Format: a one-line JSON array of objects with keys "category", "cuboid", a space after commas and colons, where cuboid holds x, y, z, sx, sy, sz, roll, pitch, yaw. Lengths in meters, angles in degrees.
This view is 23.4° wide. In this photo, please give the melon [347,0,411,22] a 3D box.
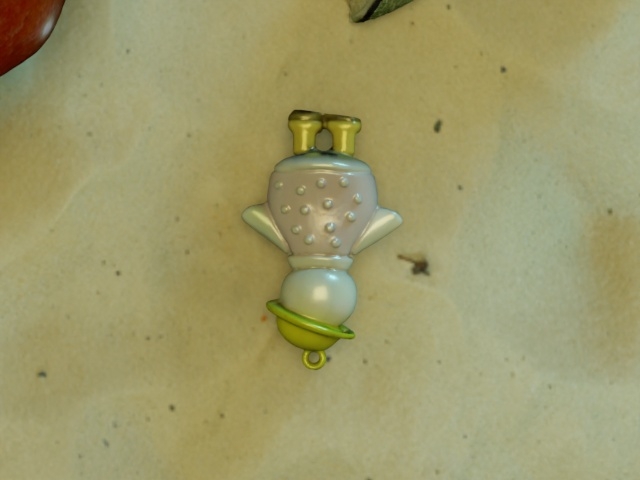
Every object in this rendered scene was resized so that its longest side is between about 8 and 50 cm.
[{"category": "melon", "cuboid": [0.090, -0.266, 1.239, 0.140, 0.202, 0.093, -17, 68, -38]}]

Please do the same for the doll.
[{"category": "doll", "cuboid": [0.000, 0.000, 1.235, 0.129, 0.081, 0.207, 3, 91, 4]}]

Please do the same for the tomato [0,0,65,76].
[{"category": "tomato", "cuboid": [-0.333, -0.250, 1.112, 0.325, 0.290, 0.293, 18, 94, -6]}]
